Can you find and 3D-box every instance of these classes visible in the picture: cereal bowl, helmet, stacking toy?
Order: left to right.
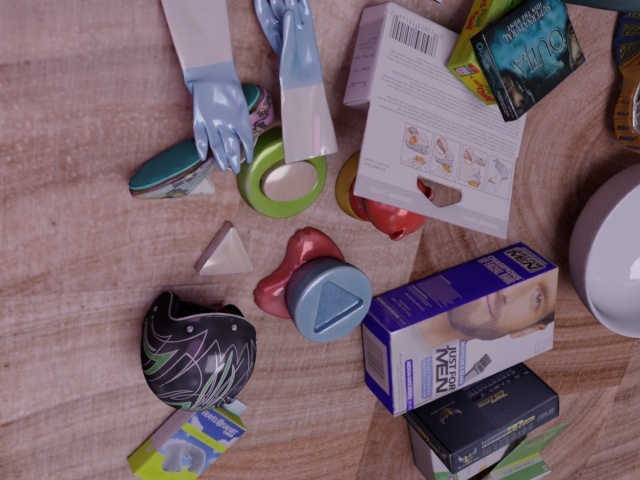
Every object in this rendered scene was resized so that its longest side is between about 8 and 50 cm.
[{"bbox_3d":[-0.169,0.156,1.126,0.169,0.161,0.169,-14,123,-23],"label":"helmet"},{"bbox_3d":[0.000,0.000,1.154,0.279,0.130,0.309,18,106,-36],"label":"stacking toy"},{"bbox_3d":[0.595,0.000,1.470,0.339,0.141,0.339,-6,115,-14],"label":"cereal bowl"}]

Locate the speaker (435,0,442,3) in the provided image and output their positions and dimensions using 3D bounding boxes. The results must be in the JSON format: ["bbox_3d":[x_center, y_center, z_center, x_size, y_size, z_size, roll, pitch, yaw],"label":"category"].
[{"bbox_3d":[0.167,-0.387,1.073,0.055,0.055,0.136,14,109,-35],"label":"speaker"}]

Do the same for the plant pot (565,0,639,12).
[{"bbox_3d":[0.450,-0.442,1.088,0.293,0.235,0.293,-14,123,-23],"label":"plant pot"}]

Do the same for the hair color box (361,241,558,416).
[{"bbox_3d":[0.242,0.149,1.397,0.339,0.110,0.185,-20,124,-21],"label":"hair color box"}]

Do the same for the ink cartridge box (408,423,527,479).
[{"bbox_3d":[0.285,0.369,1.557,0.212,0.093,0.154,-24,128,-14],"label":"ink cartridge box"}]

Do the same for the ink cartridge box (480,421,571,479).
[{"bbox_3d":[0.406,0.468,1.640,0.171,0.056,0.235,-6,143,-41],"label":"ink cartridge box"}]

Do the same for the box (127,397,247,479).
[{"bbox_3d":[-0.203,0.315,1.278,0.178,0.042,0.109,-45,130,1],"label":"box"}]

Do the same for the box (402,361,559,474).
[{"bbox_3d":[0.280,0.293,1.452,0.232,0.183,0.059,-24,127,-15],"label":"box"}]

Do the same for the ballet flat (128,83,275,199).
[{"bbox_3d":[-0.142,-0.110,1.048,0.221,0.077,0.079,-41,133,-8],"label":"ballet flat"}]

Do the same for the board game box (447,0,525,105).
[{"bbox_3d":[0.249,-0.290,1.126,0.092,0.043,0.181,35,69,-31],"label":"board game box"}]

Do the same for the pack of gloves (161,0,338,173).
[{"bbox_3d":[-0.074,-0.204,0.993,0.195,0.046,0.232,-16,100,-27],"label":"pack of gloves"}]

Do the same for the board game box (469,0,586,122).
[{"bbox_3d":[0.290,-0.260,1.111,0.186,0.026,0.126,-39,110,-31],"label":"board game box"}]

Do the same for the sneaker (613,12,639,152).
[{"bbox_3d":[0.561,-0.298,1.338,0.131,0.112,0.296,-28,131,-35],"label":"sneaker"}]

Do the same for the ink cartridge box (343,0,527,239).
[{"bbox_3d":[0.164,-0.157,1.137,0.296,0.066,0.261,14,85,-35],"label":"ink cartridge box"}]
